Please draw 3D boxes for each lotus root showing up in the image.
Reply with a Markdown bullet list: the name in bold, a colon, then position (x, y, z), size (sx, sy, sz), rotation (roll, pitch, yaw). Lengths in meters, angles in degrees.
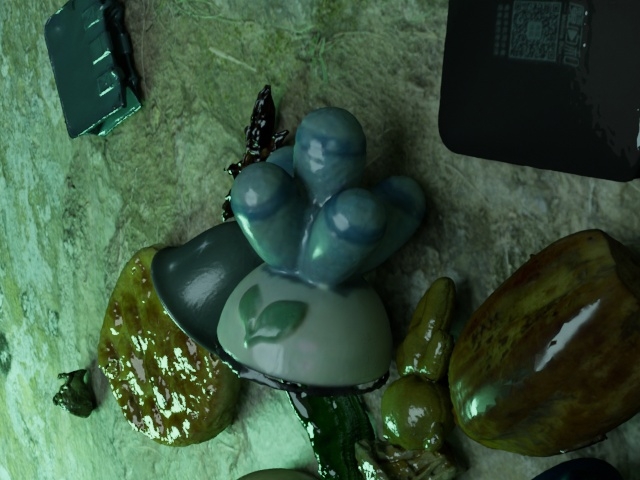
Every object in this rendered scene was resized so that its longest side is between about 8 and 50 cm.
- **lotus root**: position (0.252, 0.125, 1.148), size (0.291, 0.193, 0.193), rotation (-49, 61, 36)

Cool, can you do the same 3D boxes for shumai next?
- **shumai**: position (0.119, 0.289, 1.354), size (0.116, 0.145, 0.145), rotation (-33, 64, -1)
- **shumai**: position (-0.437, 0.271, 1.970), size (0.082, 0.083, 0.080), rotation (25, 82, 13)

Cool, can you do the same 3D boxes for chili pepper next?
- **chili pepper**: position (0.018, 0.249, 1.459), size (0.061, 0.098, 0.224), rotation (101, 152, -60)

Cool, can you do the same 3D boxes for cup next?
- **cup**: position (-0.115, 0.045, 1.526), size (0.150, 0.199, 0.199), rotation (-42, 64, 22)

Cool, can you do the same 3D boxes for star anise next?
- **star anise**: position (-0.078, -0.093, 1.541), size (0.157, 0.053, 0.212), rotation (53, 127, 29)

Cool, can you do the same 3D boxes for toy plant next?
- **toy plant**: position (0.000, 0.000, 1.344), size (0.247, 0.247, 0.332), rotation (25, 112, 42)

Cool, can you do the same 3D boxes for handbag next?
- **handbag**: position (-0.375, -0.300, 1.827), size (0.179, 0.062, 0.229), rotation (-26, 76, 42)

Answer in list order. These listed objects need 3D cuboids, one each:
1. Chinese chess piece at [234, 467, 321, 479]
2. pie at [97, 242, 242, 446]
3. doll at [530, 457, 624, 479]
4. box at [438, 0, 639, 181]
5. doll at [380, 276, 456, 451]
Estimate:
- **Chinese chess piece**: position (-0.058, 0.459, 1.546), size (0.270, 0.112, 0.270), rotation (7, 100, 47)
- **pie**: position (-0.235, 0.167, 1.724), size (0.339, 0.083, 0.339), rotation (3, 95, 46)
- **doll**: position (0.288, 0.355, 1.076), size (0.322, 0.199, 0.186), rotation (58, 165, 29)
- **box**: position (0.251, -0.221, 1.164), size (0.289, 0.073, 0.290), rotation (15, 106, 45)
- **doll**: position (0.136, 0.150, 1.301), size (0.137, 0.097, 0.209), rotation (-22, 51, 67)
